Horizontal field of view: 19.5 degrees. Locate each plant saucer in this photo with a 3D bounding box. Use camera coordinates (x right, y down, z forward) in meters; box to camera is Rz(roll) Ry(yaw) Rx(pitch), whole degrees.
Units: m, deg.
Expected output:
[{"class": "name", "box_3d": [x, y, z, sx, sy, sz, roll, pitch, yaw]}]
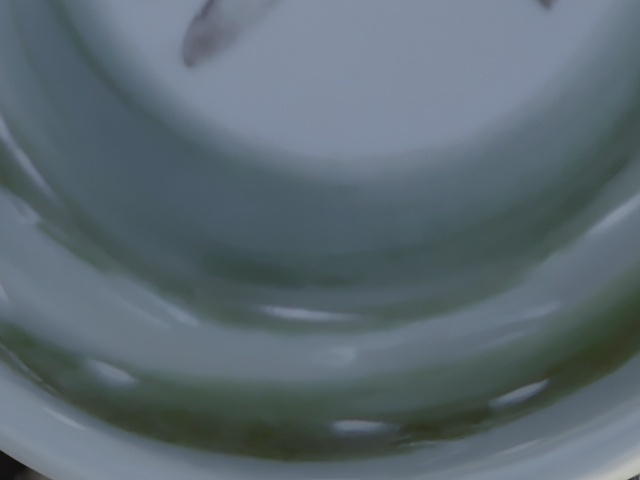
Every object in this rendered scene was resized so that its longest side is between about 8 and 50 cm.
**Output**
[{"class": "plant saucer", "box_3d": [0.002, -0.115, 0.551, 0.100, 0.400, 0.401, -14, 100, -68]}]

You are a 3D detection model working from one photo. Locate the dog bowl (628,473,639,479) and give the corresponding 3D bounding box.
[{"class": "dog bowl", "box_3d": [0.202, 0.081, 1.343, 0.150, 0.408, 0.408, -2, 92, -8]}]
